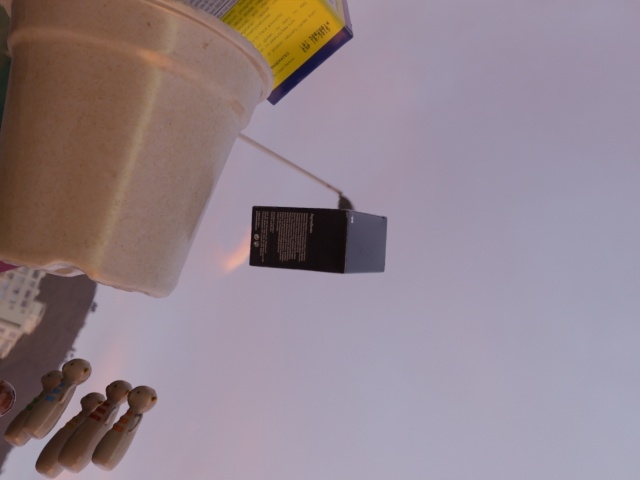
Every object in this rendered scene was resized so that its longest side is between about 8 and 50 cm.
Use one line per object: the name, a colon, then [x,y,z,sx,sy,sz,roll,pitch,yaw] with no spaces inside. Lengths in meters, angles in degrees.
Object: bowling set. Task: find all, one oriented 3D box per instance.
bowling set: [-0.383,0.234,0.928,0.287,0.200,0.154,-22,-151,42]

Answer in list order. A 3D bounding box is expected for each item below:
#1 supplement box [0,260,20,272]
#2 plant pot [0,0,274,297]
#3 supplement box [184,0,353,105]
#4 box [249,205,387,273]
supplement box: [-0.621,-0.010,1.309,0.104,0.188,0.081,51,-29,42]
plant pot: [-0.252,-0.098,0.767,0.334,0.334,0.305,-2,-106,58]
supplement box: [-0.133,-0.446,1.057,0.194,0.356,0.195,-35,-147,24]
box: [0.000,0.000,0.938,0.158,0.156,0.093,3,-91,27]
